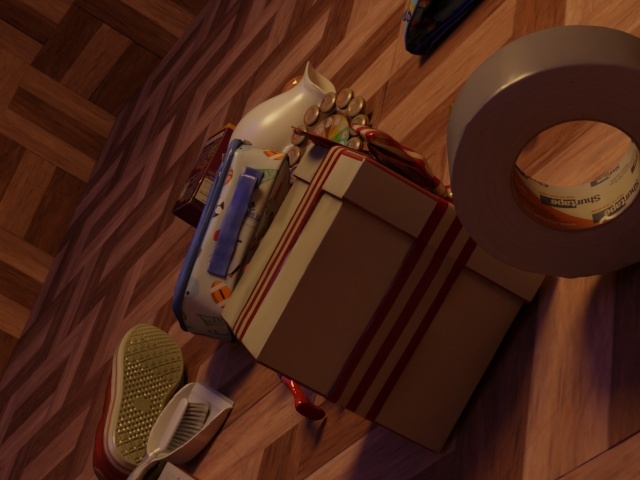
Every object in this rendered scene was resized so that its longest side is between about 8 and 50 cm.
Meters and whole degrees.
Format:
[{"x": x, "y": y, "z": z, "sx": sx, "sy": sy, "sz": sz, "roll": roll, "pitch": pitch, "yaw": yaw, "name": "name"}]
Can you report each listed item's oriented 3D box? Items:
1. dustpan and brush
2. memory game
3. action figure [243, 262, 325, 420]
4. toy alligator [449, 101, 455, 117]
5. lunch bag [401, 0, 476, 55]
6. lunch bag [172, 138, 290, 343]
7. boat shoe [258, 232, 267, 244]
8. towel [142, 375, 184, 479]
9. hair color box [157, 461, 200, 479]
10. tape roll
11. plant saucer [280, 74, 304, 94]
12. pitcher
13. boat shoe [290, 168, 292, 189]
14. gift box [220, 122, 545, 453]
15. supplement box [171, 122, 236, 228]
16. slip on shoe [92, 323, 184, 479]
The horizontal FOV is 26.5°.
[{"x": -0.227, "y": 0.303, "z": 2.009, "sx": 0.211, "sy": 0.060, "sz": 0.147, "roll": -61, "pitch": 28, "yaw": -6, "name": "dustpan and brush"}, {"x": 0.008, "y": -0.158, "z": 2.155, "sx": 0.186, "sy": 0.012, "sz": 0.186, "roll": -29, "pitch": 48, "yaw": 38, "name": "memory game"}, {"x": -0.020, "y": 0.124, "z": 1.760, "sx": 0.091, "sy": 0.139, "sz": 0.280, "roll": -51, "pitch": 41, "yaw": 14, "name": "action figure"}, {"x": 0.200, "y": -0.139, "z": 1.635, "sx": 0.190, "sy": 0.056, "sz": 0.051, "roll": -135, "pitch": 35, "yaw": -71, "name": "toy alligator"}, {"x": 0.194, "y": -0.430, "z": 2.036, "sx": 0.221, "sy": 0.138, "sz": 0.293, "roll": -81, "pitch": 18, "yaw": -45, "name": "lunch bag"}, {"x": -0.131, "y": -0.003, "z": 2.066, "sx": 0.243, "sy": 0.115, "sz": 0.303, "roll": 83, "pitch": -156, "yaw": -75, "name": "lunch bag"}, {"x": 0.000, "y": 0.000, "z": 1.878, "sx": 0.103, "sy": 0.092, "sz": 0.285, "roll": -44, "pitch": 10, "yaw": -20, "name": "boat shoe"}, {"x": -0.247, "y": 0.304, "z": 2.172, "sx": 0.102, "sy": 0.021, "sz": 0.237, "roll": -48, "pitch": 18, "yaw": 14, "name": "towel"}, {"x": -0.191, "y": 0.366, "z": 1.855, "sx": 0.093, "sy": 0.053, "sz": 0.167, "roll": -60, "pitch": 16, "yaw": -9, "name": "hair color box"}, {"x": 0.220, "y": -0.074, "z": 1.182, "sx": 0.219, "sy": 0.219, "sz": 0.072, "roll": -49, "pitch": 20, "yaw": 29, "name": "tape roll"}, {"x": -0.028, "y": -0.247, "z": 2.377, "sx": 0.083, "sy": 0.083, "sz": 0.013, "roll": -54, "pitch": 24, "yaw": 15, "name": "plant saucer"}, {"x": -0.051, "y": -0.182, "z": 2.294, "sx": 0.207, "sy": 0.125, "sz": 0.178, "roll": -44, "pitch": 32, "yaw": 9, "name": "pitcher"}, {"x": -0.076, "y": -0.062, "z": 2.260, "sx": 0.142, "sy": 0.049, "sz": 0.040, "roll": -54, "pitch": 18, "yaw": 8, "name": "boat shoe"}, {"x": 0.051, "y": 0.029, "z": 1.422, "sx": 0.258, "sy": 0.255, "sz": 0.276, "roll": -60, "pitch": 21, "yaw": 2, "name": "gift box"}, {"x": -0.203, "y": -0.121, "z": 2.648, "sx": 0.104, "sy": 0.081, "sz": 0.188, "roll": -22, "pitch": 40, "yaw": 62, "name": "supplement box"}, {"x": -0.299, "y": 0.258, "z": 2.176, "sx": 0.101, "sy": 0.123, "sz": 0.331, "roll": -47, "pitch": 23, "yaw": 33, "name": "slip on shoe"}]
